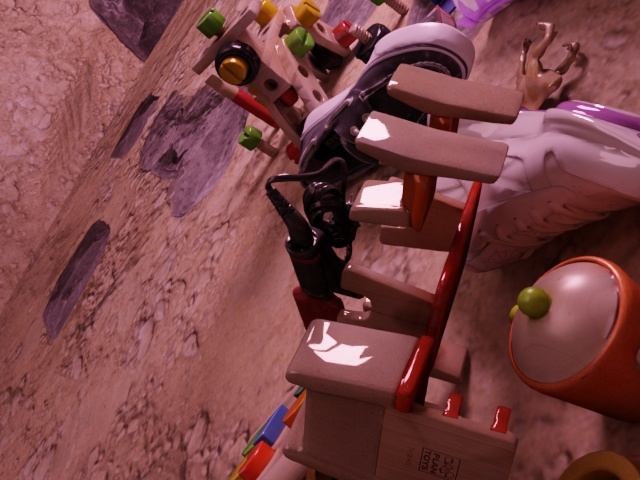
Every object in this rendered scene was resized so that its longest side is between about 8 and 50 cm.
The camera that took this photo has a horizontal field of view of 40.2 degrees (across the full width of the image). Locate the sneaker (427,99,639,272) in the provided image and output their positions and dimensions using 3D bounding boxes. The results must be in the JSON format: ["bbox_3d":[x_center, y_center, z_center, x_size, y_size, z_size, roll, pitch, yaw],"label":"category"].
[{"bbox_3d":[0.184,-0.036,0.712,0.305,0.114,0.152,20,98,65],"label":"sneaker"}]

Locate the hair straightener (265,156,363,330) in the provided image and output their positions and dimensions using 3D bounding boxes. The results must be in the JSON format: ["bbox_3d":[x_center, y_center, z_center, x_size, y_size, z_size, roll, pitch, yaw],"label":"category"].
[{"bbox_3d":[0.000,0.000,0.637,0.047,0.230,0.089,12,68,18],"label":"hair straightener"}]

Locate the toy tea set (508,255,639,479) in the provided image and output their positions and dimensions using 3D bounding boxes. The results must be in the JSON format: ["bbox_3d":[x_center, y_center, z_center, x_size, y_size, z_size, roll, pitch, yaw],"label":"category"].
[{"bbox_3d":[0.226,0.059,0.476,0.336,0.124,0.200,-36,34,40],"label":"toy tea set"}]

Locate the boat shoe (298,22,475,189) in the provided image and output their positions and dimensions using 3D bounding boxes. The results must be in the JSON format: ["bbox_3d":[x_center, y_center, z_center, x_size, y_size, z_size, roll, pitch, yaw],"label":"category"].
[{"bbox_3d":[0.062,-0.138,1.007,0.301,0.108,0.102,-28,40,52],"label":"boat shoe"}]

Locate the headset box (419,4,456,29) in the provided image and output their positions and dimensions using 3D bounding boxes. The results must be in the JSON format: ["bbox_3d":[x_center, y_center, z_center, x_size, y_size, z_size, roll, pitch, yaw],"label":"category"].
[{"bbox_3d":[0.136,-0.242,1.068,0.062,0.032,0.083,-41,32,33],"label":"headset box"}]

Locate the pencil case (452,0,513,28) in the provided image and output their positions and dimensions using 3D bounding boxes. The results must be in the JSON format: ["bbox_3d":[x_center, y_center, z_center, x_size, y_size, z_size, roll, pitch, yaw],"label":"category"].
[{"bbox_3d":[0.223,-0.293,0.914,0.206,0.086,0.088,-9,78,60],"label":"pencil case"}]

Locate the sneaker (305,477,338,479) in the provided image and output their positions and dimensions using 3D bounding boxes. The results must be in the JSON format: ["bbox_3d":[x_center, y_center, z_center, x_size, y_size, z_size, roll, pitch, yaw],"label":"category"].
[{"bbox_3d":[0.045,0.217,0.691,0.178,0.077,0.072,-18,48,54],"label":"sneaker"}]

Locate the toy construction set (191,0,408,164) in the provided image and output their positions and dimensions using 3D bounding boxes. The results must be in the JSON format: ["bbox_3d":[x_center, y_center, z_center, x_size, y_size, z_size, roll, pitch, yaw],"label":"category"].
[{"bbox_3d":[-0.084,-0.253,1.238,0.309,0.237,0.257,-18,47,55],"label":"toy construction set"}]

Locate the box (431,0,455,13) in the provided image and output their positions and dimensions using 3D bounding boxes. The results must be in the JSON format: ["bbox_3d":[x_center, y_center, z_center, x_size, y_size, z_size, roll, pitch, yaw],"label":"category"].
[{"bbox_3d":[0.173,-0.397,1.164,0.136,0.036,0.225,-49,29,21],"label":"box"}]

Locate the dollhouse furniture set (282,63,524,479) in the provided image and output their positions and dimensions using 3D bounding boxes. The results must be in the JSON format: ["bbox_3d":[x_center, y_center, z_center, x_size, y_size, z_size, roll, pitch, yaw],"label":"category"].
[{"bbox_3d":[0.080,0.053,0.603,0.259,0.135,0.262,-61,-20,-50],"label":"dollhouse furniture set"}]

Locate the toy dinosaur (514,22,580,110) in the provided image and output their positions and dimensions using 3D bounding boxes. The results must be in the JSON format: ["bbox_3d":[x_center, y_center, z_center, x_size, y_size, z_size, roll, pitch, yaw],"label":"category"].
[{"bbox_3d":[0.208,-0.151,0.820,0.183,0.053,0.092,177,115,-80],"label":"toy dinosaur"}]

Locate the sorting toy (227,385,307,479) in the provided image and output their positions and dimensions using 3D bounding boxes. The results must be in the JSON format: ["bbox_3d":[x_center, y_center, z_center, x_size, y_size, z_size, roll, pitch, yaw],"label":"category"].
[{"bbox_3d":[-0.030,0.177,0.830,0.193,0.038,0.208,-50,5,12],"label":"sorting toy"}]

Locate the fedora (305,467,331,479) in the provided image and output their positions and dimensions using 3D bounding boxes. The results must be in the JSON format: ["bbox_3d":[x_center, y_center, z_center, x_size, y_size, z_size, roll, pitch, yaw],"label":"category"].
[{"bbox_3d":[0.042,0.228,0.583,0.079,0.194,0.194,-12,34,-1],"label":"fedora"}]
